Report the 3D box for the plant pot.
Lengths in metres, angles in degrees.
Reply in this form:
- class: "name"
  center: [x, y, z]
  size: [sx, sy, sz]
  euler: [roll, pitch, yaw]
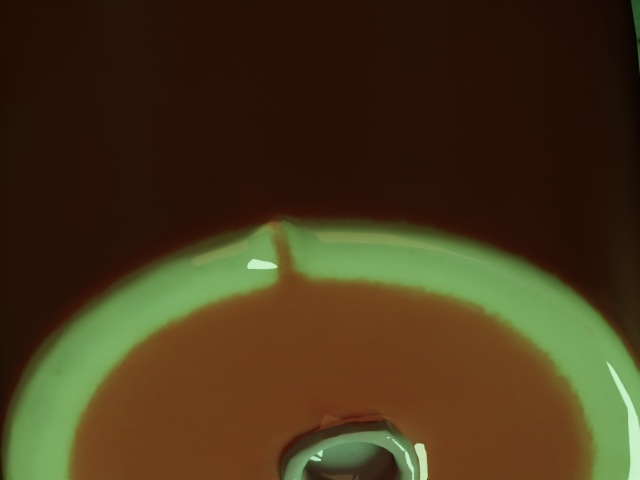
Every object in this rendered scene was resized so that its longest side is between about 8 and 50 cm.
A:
- class: "plant pot"
  center: [0.000, 0.000, 0.563]
  size: [0.275, 0.243, 0.275]
  euler: [-1, 127, -2]
